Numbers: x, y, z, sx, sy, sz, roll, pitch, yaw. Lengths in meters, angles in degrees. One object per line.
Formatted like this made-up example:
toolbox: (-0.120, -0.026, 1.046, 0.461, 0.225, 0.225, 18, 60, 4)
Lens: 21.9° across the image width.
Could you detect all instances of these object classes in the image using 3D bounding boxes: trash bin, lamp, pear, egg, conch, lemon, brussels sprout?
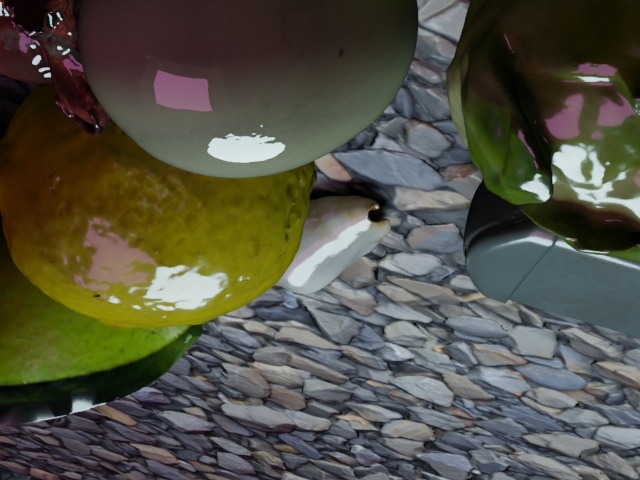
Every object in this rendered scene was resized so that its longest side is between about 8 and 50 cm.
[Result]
trash bin: (0.249, 0.006, 1.499, 0.236, 0.101, 0.177, 18, 153, -5)
lamp: (-0.217, -0.202, 1.309, 0.223, 0.151, 0.215, 28, 166, 37)
pear: (-0.312, 0.005, 1.662, 0.398, 0.399, 0.165, 9, 121, 20)
egg: (-0.051, -0.155, 1.205, 0.269, 0.219, 0.219, -5, 172, -37)
conch: (0.003, -0.007, 1.686, 0.176, 0.094, 0.104, -36, 111, 29)
lemon: (-0.147, -0.046, 1.466, 0.284, 0.260, 0.260, 19, 159, -36)
brussels sprout: (0.216, -0.103, 1.141, 0.259, 0.227, 0.294, 32, 157, -22)
